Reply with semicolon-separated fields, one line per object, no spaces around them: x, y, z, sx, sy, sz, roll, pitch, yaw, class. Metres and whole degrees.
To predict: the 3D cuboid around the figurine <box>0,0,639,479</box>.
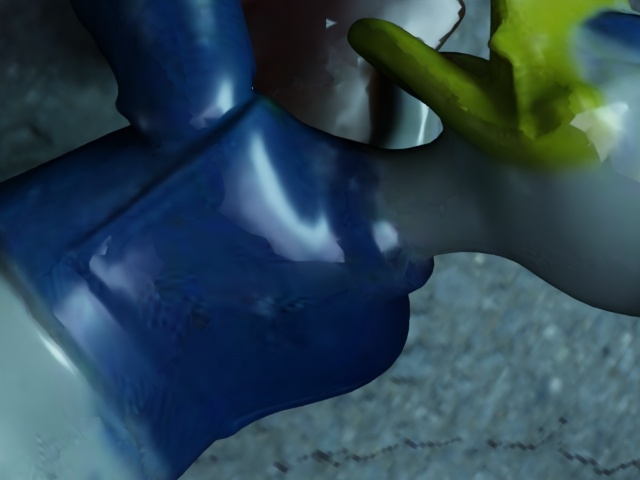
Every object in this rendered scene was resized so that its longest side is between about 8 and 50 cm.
0.000;0.000;0.448;0.283;0.338;0.204;-62;139;-42;figurine
